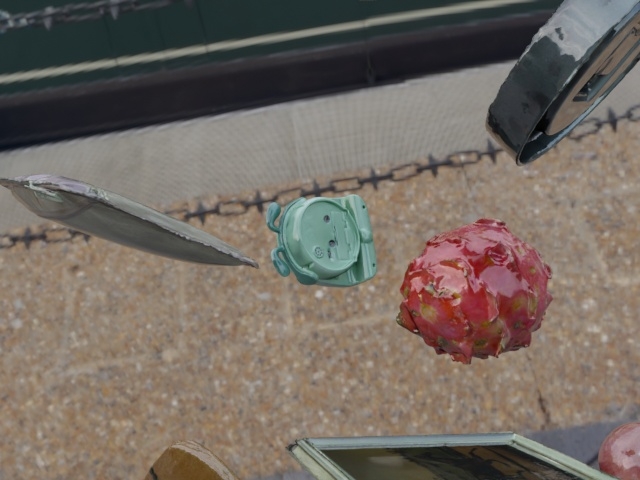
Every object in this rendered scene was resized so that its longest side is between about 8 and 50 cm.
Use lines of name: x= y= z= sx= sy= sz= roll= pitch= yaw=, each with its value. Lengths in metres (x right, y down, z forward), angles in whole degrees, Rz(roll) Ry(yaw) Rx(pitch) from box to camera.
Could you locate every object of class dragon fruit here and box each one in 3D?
dragon fruit: x=0.235 y=0.070 z=1.276 sx=0.205 sy=0.210 sz=0.268 roll=24 pitch=13 yaw=31

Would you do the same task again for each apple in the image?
apple: x=0.584 y=0.402 z=1.599 sx=0.153 sy=0.120 sz=0.153 roll=8 pitch=52 yaw=-11

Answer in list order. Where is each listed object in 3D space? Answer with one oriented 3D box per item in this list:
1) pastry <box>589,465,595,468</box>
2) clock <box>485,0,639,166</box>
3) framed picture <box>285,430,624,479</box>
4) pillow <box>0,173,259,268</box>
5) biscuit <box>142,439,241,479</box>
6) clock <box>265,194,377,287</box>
pastry: x=0.423 y=0.505 z=1.684 sx=0.265 sy=0.265 sz=0.133 roll=-8 pitch=62 yaw=3
clock: x=0.310 y=-0.217 z=1.003 sx=0.313 sy=0.312 sz=0.061 roll=-38 pitch=74 yaw=-26
framed picture: x=0.101 y=0.154 z=0.563 sx=0.197 sy=0.014 sz=0.252 roll=2 pitch=0 yaw=-16
pillow: x=-0.162 y=-0.013 z=0.776 sx=0.131 sy=0.233 sz=0.038 roll=3 pitch=74 yaw=50
biscuit: x=-0.243 y=0.535 z=1.740 sx=0.262 sy=0.277 sz=0.052 roll=47 pitch=37 yaw=10
clock: x=-0.001 y=0.000 z=1.388 sx=0.189 sy=0.060 sz=0.148 roll=-1 pitch=75 yaw=-38
